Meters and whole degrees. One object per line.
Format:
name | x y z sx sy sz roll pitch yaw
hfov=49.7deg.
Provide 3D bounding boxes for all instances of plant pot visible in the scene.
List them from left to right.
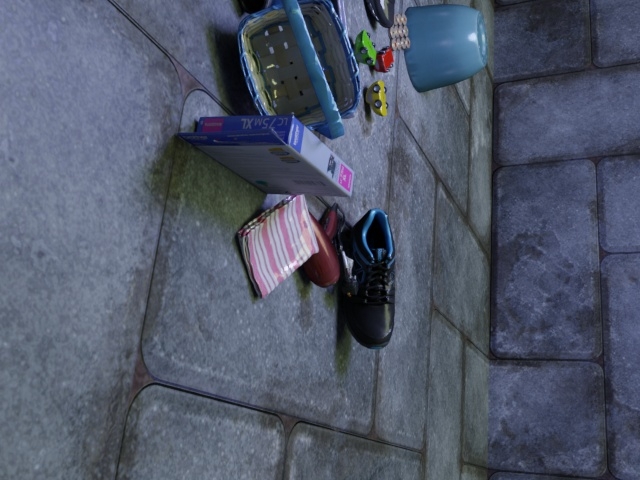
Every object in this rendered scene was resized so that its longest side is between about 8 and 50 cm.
plant pot | 0.435 -0.665 2.352 0.293 0.235 0.293 -3 90 -65

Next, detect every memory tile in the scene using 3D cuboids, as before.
memory tile | 0.248 -0.660 2.188 0.148 0.012 0.113 -32 115 -56

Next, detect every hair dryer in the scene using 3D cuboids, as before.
hair dryer | 0.000 0.000 1.542 0.293 0.080 0.223 41 35 -65

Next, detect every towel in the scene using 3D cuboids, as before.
towel | -0.074 0.005 1.340 0.197 0.029 0.144 -40 125 -41

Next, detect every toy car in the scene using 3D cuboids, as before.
toy car | 0.136 -0.484 1.892 0.225 0.053 0.239 49 44 -53

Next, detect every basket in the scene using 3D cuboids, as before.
basket | -0.034 -0.305 1.235 0.289 0.201 0.254 -146 -145 -75

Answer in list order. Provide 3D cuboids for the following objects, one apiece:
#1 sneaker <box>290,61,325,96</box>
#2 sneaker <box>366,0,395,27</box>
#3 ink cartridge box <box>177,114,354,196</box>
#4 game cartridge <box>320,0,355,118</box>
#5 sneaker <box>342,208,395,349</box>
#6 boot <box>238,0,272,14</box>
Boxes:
sneaker | -0.029 -0.340 1.495 0.232 0.091 0.081 61 27 -83
sneaker | 0.190 -0.750 1.952 0.109 0.130 0.286 -38 123 -63
ink cartridge box | -0.083 -0.150 1.205 0.311 0.186 0.065 28 69 -61
game cartridge | 0.038 -0.457 1.582 0.230 0.068 0.355 -62 144 -77
sneaker | 0.119 0.087 1.658 0.139 0.125 0.340 110 -22 -68
boot | -0.098 -0.614 1.334 0.223 0.118 0.338 -30 110 -57
